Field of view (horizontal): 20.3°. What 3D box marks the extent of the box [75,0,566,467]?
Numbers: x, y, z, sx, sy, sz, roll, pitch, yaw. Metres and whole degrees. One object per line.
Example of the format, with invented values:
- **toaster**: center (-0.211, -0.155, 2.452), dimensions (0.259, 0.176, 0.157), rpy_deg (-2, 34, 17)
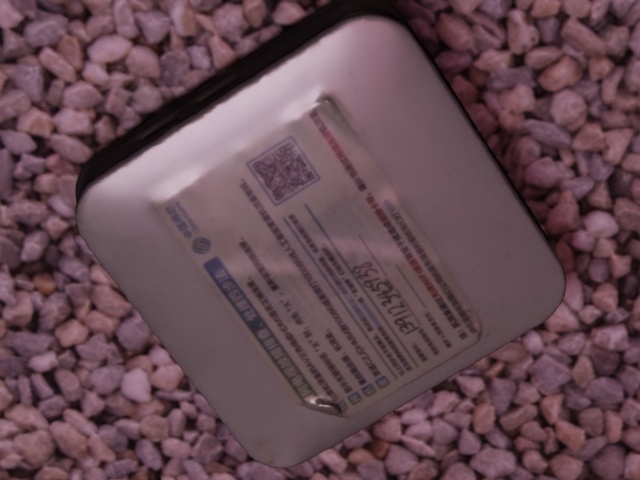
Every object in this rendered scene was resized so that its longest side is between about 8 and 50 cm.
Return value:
- **box**: center (-0.001, -0.001, 1.832), dimensions (0.396, 0.111, 0.396), rpy_deg (-31, 110, 9)
